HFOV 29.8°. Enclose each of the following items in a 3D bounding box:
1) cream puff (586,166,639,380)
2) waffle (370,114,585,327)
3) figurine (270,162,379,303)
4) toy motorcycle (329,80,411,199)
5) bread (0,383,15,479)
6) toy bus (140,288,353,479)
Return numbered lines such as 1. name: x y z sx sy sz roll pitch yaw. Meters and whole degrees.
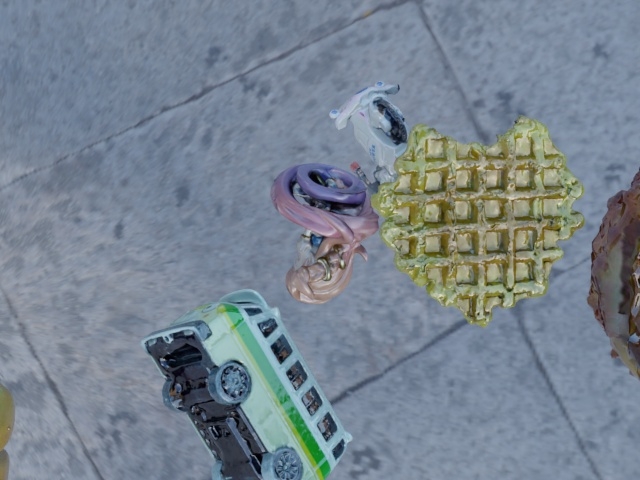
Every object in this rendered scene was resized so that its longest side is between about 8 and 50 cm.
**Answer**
1. cream puff: 0.344 0.018 0.782 0.350 0.228 0.350 4 110 11
2. waffle: 0.203 -0.040 1.500 0.291 0.051 0.291 -2 96 -17
3. figurine: 0.009 -0.004 1.307 0.114 0.126 0.157 -6 106 8
4. toy motorcycle: 0.090 -0.127 1.641 0.102 0.150 0.221 -33 138 -13
5. bread: -0.527 0.259 1.474 0.315 0.211 0.270 6 114 2
6. toy bus: -0.088 0.199 1.535 0.165 0.133 0.276 -38 104 -42
